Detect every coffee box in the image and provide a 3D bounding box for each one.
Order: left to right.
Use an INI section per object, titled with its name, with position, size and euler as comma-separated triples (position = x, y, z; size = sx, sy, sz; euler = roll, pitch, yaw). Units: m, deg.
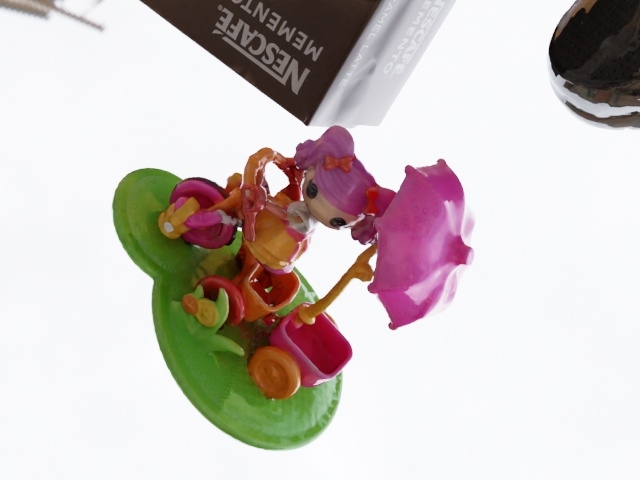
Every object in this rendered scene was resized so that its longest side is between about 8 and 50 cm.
[coffee box]
position = -0.041, -0.191, 0.917
size = 0.246, 0.098, 0.141
euler = 39, -70, 21

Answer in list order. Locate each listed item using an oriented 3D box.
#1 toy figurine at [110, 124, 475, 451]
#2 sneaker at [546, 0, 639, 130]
[toy figurine]
position = 0.000, 0.000, 0.748
size = 0.159, 0.130, 0.173
euler = -34, -86, 37
[sneaker]
position = 0.218, -0.179, 0.739
size = 0.341, 0.140, 0.125
euler = -39, -141, 41
